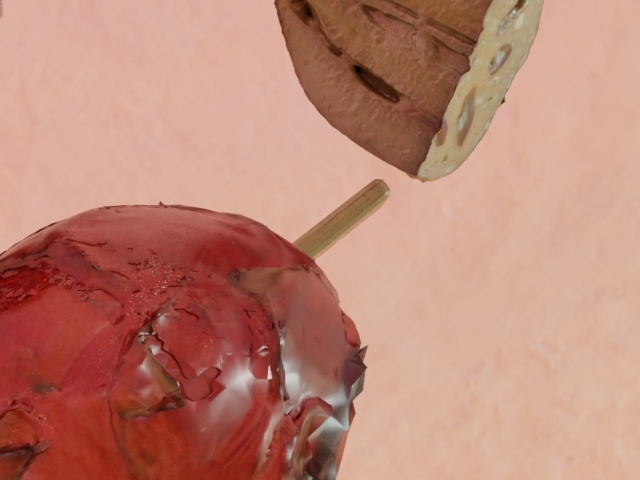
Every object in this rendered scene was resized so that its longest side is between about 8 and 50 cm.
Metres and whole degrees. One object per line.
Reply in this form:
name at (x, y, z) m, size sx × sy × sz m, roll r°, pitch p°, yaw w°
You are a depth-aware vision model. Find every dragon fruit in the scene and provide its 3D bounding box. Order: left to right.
dragon fruit at (-0.120, 0.120, 0.854) m, size 0.302 × 0.295 × 0.295 m, roll -1°, pitch 136°, yaw -13°

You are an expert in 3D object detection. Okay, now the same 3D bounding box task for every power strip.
power strip at (0.000, 0.000, 1.249) m, size 0.169 × 0.028 × 0.076 m, roll -38°, pitch 177°, yaw -6°

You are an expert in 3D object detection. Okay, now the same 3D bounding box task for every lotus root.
lotus root at (0.086, -0.234, 1.373) m, size 0.149 × 0.260 × 0.267 m, roll 4°, pitch 113°, yaw -58°

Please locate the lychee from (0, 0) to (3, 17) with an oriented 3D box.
lychee at (-0.405, -0.249, 0.849) m, size 0.381 × 0.380 × 0.432 m, roll -10°, pitch 131°, yaw -2°
